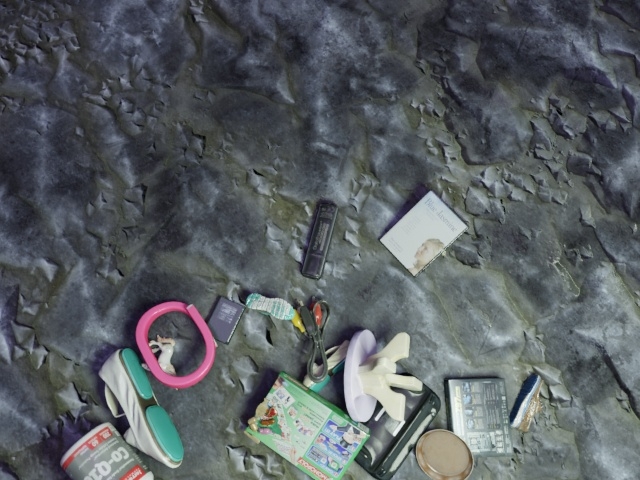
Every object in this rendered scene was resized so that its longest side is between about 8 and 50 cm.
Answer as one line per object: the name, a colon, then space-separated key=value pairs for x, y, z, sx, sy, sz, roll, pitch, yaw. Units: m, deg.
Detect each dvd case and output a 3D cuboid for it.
dvd case: x=0.351 y=-0.022 z=1.602 sx=0.253 sy=0.022 sz=0.180 roll=-45 pitch=79 yaw=11

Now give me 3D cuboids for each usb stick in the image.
usb stick: x=0.000 y=0.000 z=1.622 sx=0.077 sy=0.045 sz=0.278 roll=12 pitch=74 yaw=9

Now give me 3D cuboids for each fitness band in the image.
fitness band: x=-0.449 y=0.317 z=1.466 sx=0.209 sy=0.054 sz=0.291 roll=-30 pitch=64 yaw=-20

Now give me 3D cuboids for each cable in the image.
cable: x=-0.013 y=0.305 z=1.501 sx=0.139 sy=0.072 sz=0.287 roll=-15 pitch=66 yaw=-10

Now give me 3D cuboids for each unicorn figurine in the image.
unicorn figurine: x=-0.498 y=0.382 z=1.482 sx=0.111 sy=0.060 sz=0.162 roll=6 pitch=74 yaw=1

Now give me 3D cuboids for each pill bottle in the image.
pill bottle: x=-0.584 y=0.679 z=1.339 sx=0.283 sy=0.161 sz=0.161 roll=44 pitch=77 yaw=10

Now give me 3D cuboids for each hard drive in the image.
hard drive: x=-0.317 y=0.262 z=1.544 sx=0.094 sy=0.022 sz=0.135 roll=23 pitch=74 yaw=5

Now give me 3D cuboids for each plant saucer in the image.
plant saucer: x=0.373 y=0.643 z=1.411 sx=0.168 sy=0.029 sz=0.169 roll=2 pitch=97 yaw=22

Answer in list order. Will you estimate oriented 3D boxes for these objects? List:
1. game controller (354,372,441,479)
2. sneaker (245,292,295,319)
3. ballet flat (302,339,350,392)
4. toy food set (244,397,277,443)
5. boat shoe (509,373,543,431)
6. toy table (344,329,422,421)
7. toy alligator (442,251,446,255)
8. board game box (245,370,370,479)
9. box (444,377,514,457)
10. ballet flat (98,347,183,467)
game controller: x=0.231 y=0.574 z=1.463 sx=0.166 sy=0.067 sz=0.319 roll=35 pitch=75 yaw=23
sneaker: x=-0.157 y=0.219 z=1.532 sx=0.166 sy=0.076 sz=0.065 roll=19 pitch=72 yaw=14
ballet flat: x=0.016 y=0.405 z=1.494 sx=0.248 sy=0.086 sz=0.086 roll=-35 pitch=78 yaw=-13
toy food set: x=-0.170 y=0.538 z=1.403 sx=0.078 sy=0.019 sz=0.122 roll=36 pitch=92 yaw=6
boat shoe: x=0.664 y=0.516 z=1.490 sx=0.066 sy=0.066 sz=0.183 roll=31 pitch=85 yaw=2
toy table: x=0.181 y=0.398 z=1.406 sx=0.160 sy=0.252 sz=0.275 roll=-12 pitch=65 yaw=33
toy alligator: x=0.376 y=-0.025 z=1.644 sx=0.051 sy=0.056 sz=0.190 roll=-29 pitch=81 yaw=36
board game box: x=-0.040 y=0.569 z=1.412 sx=0.317 sy=0.046 sz=0.214 roll=33 pitch=100 yaw=7
box: x=0.492 y=0.551 z=1.471 sx=0.183 sy=0.059 sz=0.233 roll=-1 pitch=75 yaw=-3
ballet flat: x=-0.549 y=0.519 z=1.414 sx=0.139 sy=0.139 sz=0.400 roll=-32 pitch=71 yaw=-11
